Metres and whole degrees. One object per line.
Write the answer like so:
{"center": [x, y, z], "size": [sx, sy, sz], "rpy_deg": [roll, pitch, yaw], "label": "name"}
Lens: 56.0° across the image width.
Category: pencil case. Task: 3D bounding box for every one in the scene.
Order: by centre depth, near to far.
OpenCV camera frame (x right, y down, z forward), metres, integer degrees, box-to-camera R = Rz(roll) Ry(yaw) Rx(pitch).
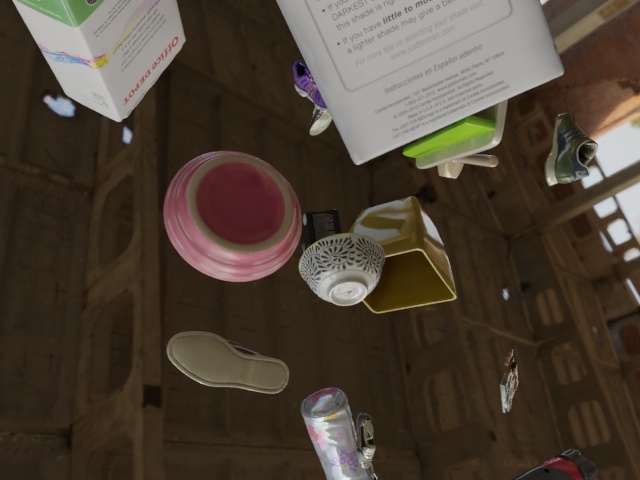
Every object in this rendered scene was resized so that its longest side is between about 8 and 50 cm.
{"center": [0.045, 0.495, 1.464], "size": [0.113, 0.124, 0.273], "rpy_deg": [-38, -66, -45], "label": "pencil case"}

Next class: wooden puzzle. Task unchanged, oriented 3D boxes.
{"center": [0.229, 0.174, 0.730], "size": [0.049, 0.006, 0.083], "rpy_deg": [-50, -45, -41], "label": "wooden puzzle"}

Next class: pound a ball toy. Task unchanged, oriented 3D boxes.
{"center": [0.174, -0.182, 0.875], "size": [0.208, 0.319, 0.135], "rpy_deg": [7, -91, -11], "label": "pound a ball toy"}

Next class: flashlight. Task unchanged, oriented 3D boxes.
{"center": [0.410, 0.497, 1.157], "size": [0.304, 0.103, 0.103], "rpy_deg": [-10, -82, -36], "label": "flashlight"}

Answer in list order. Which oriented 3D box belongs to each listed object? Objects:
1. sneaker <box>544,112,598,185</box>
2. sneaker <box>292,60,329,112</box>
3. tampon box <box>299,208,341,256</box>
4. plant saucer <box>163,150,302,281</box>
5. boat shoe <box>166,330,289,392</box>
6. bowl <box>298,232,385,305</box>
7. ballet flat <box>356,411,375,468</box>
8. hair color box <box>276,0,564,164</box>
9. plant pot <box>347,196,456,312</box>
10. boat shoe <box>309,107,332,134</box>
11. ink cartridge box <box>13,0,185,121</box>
{"center": [0.506, -0.184, 1.191], "size": [0.064, 0.086, 0.192], "rpy_deg": [53, -131, -35], "label": "sneaker"}
{"center": [-0.004, -0.314, 1.216], "size": [0.170, 0.068, 0.071], "rpy_deg": [36, 162, 36], "label": "sneaker"}
{"center": [0.000, 0.000, 1.780], "size": [0.102, 0.120, 0.160], "rpy_deg": [-6, -99, -17], "label": "tampon box"}
{"center": [-0.194, -0.072, 1.406], "size": [0.332, 0.084, 0.331], "rpy_deg": [8, -115, -18], "label": "plant saucer"}
{"center": [-0.232, 0.294, 1.454], "size": [0.325, 0.097, 0.116], "rpy_deg": [22, -104, -31], "label": "boat shoe"}
{"center": [0.047, 0.071, 1.145], "size": [0.170, 0.170, 0.080], "rpy_deg": [28, -145, -35], "label": "bowl"}
{"center": [0.095, 0.414, 1.241], "size": [0.041, 0.041, 0.114], "rpy_deg": [5, -101, -49], "label": "ballet flat"}
{"center": [0.036, -0.274, 0.494], "size": [0.374, 0.186, 0.113], "rpy_deg": [63, -164, -16], "label": "hair color box"}
{"center": [0.179, 0.023, 1.397], "size": [0.212, 0.212, 0.187], "rpy_deg": [47, -141, -42], "label": "plant pot"}
{"center": [0.004, -0.318, 1.486], "size": [0.049, 0.137, 0.043], "rpy_deg": [-10, -121, -34], "label": "boat shoe"}
{"center": [-0.319, -0.345, 0.887], "size": [0.117, 0.278, 0.201], "rpy_deg": [26, -112, 9], "label": "ink cartridge box"}
